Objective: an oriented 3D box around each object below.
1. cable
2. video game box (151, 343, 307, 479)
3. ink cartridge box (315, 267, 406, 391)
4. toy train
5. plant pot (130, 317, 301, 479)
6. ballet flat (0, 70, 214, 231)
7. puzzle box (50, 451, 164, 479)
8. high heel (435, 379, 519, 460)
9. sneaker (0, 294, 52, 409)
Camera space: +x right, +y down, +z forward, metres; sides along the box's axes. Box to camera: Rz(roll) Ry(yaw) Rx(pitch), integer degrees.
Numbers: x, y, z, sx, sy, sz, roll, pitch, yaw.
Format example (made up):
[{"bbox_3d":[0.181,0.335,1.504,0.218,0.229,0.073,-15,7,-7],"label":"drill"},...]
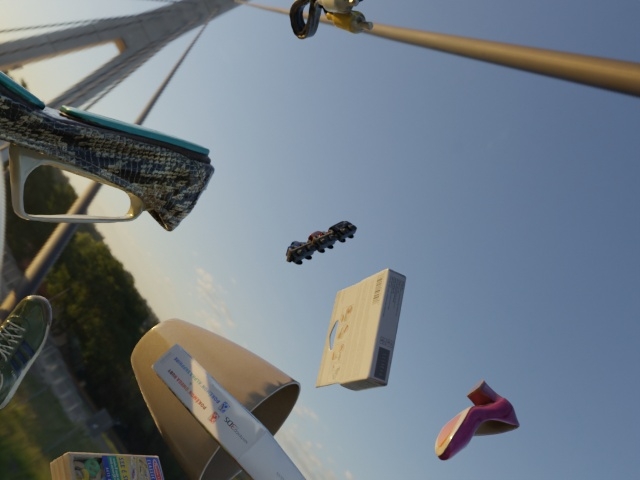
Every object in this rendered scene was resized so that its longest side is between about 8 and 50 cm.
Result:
[{"bbox_3d":[-0.008,-0.398,0.919,0.287,0.072,0.139,21,-40,59],"label":"cable"},{"bbox_3d":[-0.093,0.235,0.662,0.187,0.048,0.205,24,-31,42],"label":"video game box"},{"bbox_3d":[0.096,0.227,1.369,0.060,0.275,0.239,25,-29,-19],"label":"ink cartridge box"},{"bbox_3d":[0.000,0.000,0.886,0.036,0.158,0.027,38,-50,24],"label":"toy train"},{"bbox_3d":[-0.223,0.281,1.066,0.274,0.256,0.256,37,-25,22],"label":"plant pot"},{"bbox_3d":[-0.347,-0.116,0.678,0.483,0.181,0.164,24,2,-45],"label":"ballet flat"},{"bbox_3d":[-0.373,0.621,1.097,0.272,0.052,0.408,41,18,-58],"label":"puzzle box"},{"bbox_3d":[0.303,0.368,1.065,0.117,0.244,0.082,48,-58,11],"label":"high heel"},{"bbox_3d":[-0.483,0.175,0.860,0.064,0.192,0.086,22,-8,4],"label":"sneaker"}]
